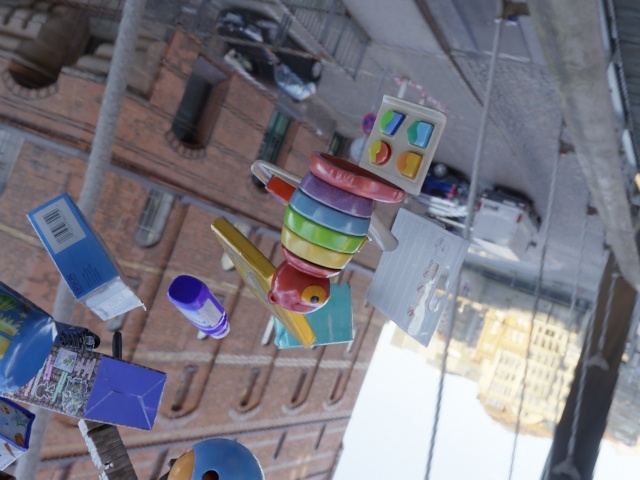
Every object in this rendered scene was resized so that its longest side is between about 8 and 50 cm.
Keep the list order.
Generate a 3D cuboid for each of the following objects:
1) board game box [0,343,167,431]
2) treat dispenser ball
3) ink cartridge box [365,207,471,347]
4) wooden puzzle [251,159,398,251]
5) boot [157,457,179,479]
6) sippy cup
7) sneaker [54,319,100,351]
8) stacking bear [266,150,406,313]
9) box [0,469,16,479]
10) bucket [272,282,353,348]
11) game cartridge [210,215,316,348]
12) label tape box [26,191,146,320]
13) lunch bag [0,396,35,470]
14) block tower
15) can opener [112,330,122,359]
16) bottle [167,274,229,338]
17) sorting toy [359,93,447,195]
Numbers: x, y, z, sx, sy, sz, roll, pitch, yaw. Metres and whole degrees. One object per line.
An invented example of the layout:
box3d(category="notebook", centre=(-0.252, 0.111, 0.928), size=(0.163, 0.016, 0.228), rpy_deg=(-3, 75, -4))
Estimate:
box3d(category="board game box", centre=(-0.553, 0.335, 1.563), size=(0.291, 0.141, 0.232), rpy_deg=(4, 161, 30))
box3d(category="treat dispenser ball", centre=(-0.304, 0.724, 1.944), size=(0.288, 0.288, 0.288), rpy_deg=(20, 178, 1))
box3d(category="ink cartridge box", centre=(0.289, 0.098, 1.885), size=(0.091, 0.308, 0.385), rpy_deg=(17, -171, -26))
box3d(category="wooden puzzle", centre=(0.004, -0.074, 1.799), size=(0.348, 0.080, 0.322), rpy_deg=(22, 167, 35))
box3d(category="boot", centre=(-0.563, 0.854, 2.481), size=(0.106, 0.037, 0.114), rpy_deg=(-21, -165, -19))
box3d(category="sippy cup", centre=(-0.656, 0.180, 1.307), size=(0.224, 0.240, 0.305), rpy_deg=(23, -172, 5))
box3d(category="sneaker", centre=(-0.912, 0.355, 2.447), size=(0.147, 0.130, 0.330), rpy_deg=(0, 171, 9))
box3d(category="stacking bear", centre=(0.000, 0.000, 1.211), size=(0.175, 0.289, 0.164), rpy_deg=(14, -165, -35))
box3d(category="box", centre=(-0.588, 0.568, 1.133), size=(0.191, 0.381, 0.143), rpy_deg=(8, -161, 33))
box3d(category="bucket", centre=(-0.025, 0.239, 2.098), size=(0.281, 0.183, 0.281), rpy_deg=(-5, 170, -1))
box3d(category="game cartridge", centre=(-0.146, 0.110, 1.722), size=(0.323, 0.052, 0.285), rpy_deg=(41, 162, 50))
box3d(category="label tape box", centre=(-0.568, 0.064, 1.660), size=(0.249, 0.115, 0.348), rpy_deg=(54, 165, 13))
box3d(category="lunch bag", centre=(-1.225, 0.649, 2.231), size=(0.385, 0.328, 0.239), rpy_deg=(48, -175, -30))
box3d(category="block tower", centre=(-0.670, 0.712, 2.146), size=(0.091, 0.335, 0.097), rpy_deg=(-17, 161, -36))
box3d(category="can opener", centre=(-0.691, 0.402, 2.279), size=(0.073, 0.186, 0.059), rpy_deg=(-4, 159, -11))
box3d(category="bottle", centre=(-0.338, 0.201, 1.927), size=(0.118, 0.092, 0.283), rpy_deg=(20, 157, 23))
box3d(category="sorting toy", centre=(0.193, -0.235, 1.627), size=(0.193, 0.208, 0.038), rpy_deg=(28, -163, 36))
